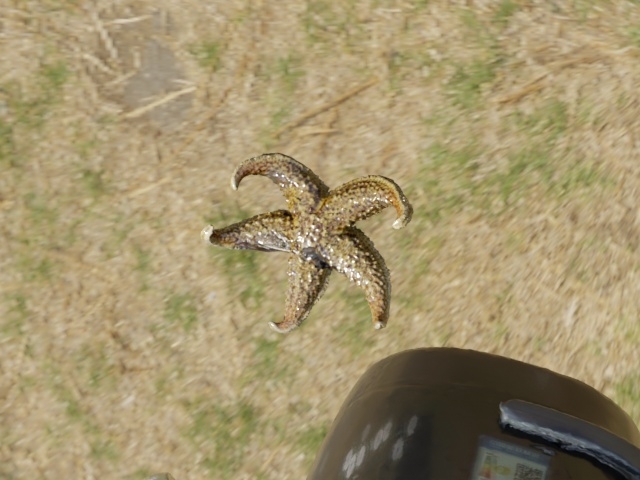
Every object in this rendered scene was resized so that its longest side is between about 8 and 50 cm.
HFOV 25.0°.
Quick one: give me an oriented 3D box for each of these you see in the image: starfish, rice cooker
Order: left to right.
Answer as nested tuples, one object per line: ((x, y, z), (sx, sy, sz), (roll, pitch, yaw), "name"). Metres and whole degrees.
((0.000, 0.000, 0.584), (0.078, 0.028, 0.091), (-46, 73, 13), "starfish")
((0.096, 0.219, 0.929), (0.267, 0.224, 0.267), (9, 134, 9), "rice cooker")

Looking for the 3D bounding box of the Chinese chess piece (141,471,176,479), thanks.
((-0.099, 0.197, 0.973), (0.034, 0.084, 0.084), (-27, 90, -3), "Chinese chess piece")
